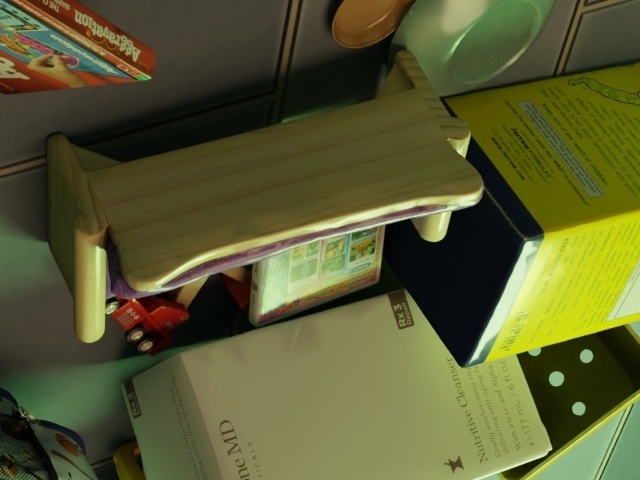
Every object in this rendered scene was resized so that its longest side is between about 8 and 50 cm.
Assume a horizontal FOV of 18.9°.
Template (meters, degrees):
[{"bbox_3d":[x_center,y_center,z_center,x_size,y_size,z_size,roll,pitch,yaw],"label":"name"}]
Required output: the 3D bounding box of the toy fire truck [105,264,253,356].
[{"bbox_3d":[-0.134,0.044,1.826,0.135,0.047,0.192,-35,147,0],"label":"toy fire truck"}]

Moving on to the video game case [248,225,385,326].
[{"bbox_3d":[0.000,0.000,1.863,0.157,0.019,0.143,-19,129,-35],"label":"video game case"}]

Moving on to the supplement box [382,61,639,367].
[{"bbox_3d":[0.264,-0.037,1.941,0.356,0.195,0.194,-12,142,-30],"label":"supplement box"}]

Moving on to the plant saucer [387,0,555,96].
[{"bbox_3d":[0.151,-0.193,1.764,0.195,0.037,0.195,-27,150,-17],"label":"plant saucer"}]

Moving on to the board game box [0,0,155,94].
[{"bbox_3d":[-0.256,-0.168,1.373,0.145,0.027,0.281,-2,163,31],"label":"board game box"}]

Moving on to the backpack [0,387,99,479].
[{"bbox_3d":[-0.330,0.260,1.785,0.276,0.213,0.263,-41,140,21],"label":"backpack"}]

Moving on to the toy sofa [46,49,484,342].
[{"bbox_3d":[-0.048,-0.022,1.673,0.362,0.177,0.150,-16,146,-20],"label":"toy sofa"}]

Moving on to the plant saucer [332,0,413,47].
[{"bbox_3d":[0.043,-0.205,1.686,0.083,0.015,0.083,-23,147,-16],"label":"plant saucer"}]

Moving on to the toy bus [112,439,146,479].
[{"bbox_3d":[-0.151,0.262,2.026,0.220,0.149,0.211,-23,133,-13],"label":"toy bus"}]

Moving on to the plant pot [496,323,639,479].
[{"bbox_3d":[0.253,0.145,2.179,0.212,0.212,0.187,-38,160,5],"label":"plant pot"}]

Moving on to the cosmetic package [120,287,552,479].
[{"bbox_3d":[0.016,0.180,1.936,0.385,0.217,0.156,-16,173,-35],"label":"cosmetic package"}]
